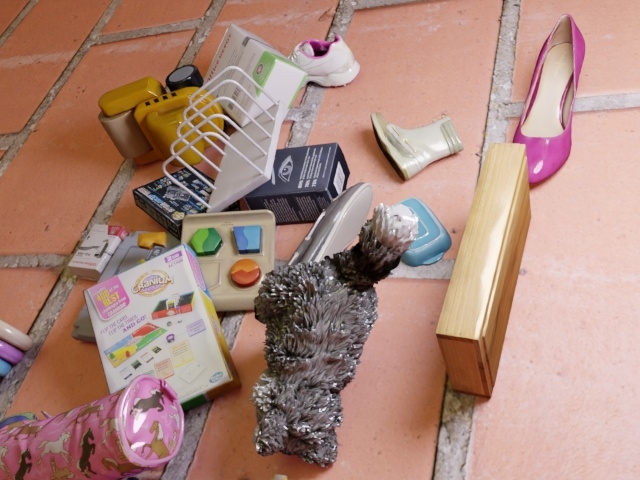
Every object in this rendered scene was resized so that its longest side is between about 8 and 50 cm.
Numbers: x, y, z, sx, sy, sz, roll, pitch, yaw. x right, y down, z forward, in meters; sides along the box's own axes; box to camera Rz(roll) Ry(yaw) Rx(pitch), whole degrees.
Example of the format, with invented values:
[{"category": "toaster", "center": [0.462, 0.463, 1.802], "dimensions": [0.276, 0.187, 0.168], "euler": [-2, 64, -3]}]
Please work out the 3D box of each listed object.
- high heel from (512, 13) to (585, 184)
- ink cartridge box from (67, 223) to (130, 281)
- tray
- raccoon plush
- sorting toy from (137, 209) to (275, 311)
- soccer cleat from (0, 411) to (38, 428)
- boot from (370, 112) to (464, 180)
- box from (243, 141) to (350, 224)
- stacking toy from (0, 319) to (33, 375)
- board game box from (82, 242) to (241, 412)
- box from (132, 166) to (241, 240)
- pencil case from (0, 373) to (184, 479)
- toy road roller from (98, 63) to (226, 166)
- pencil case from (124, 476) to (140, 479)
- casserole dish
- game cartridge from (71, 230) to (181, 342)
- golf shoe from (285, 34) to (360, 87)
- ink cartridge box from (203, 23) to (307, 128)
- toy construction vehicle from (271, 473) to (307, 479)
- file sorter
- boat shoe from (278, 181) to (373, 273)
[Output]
[{"category": "high heel", "center": [0.475, -0.300, 1.411], "dimensions": [0.127, 0.181, 0.377], "euler": [5, 54, 27]}, {"category": "ink cartridge box", "center": [-0.541, 0.030, 1.645], "dimensions": [0.099, 0.056, 0.135], "euler": [5, 54, 25]}, {"category": "tray", "center": [0.302, 0.045, 1.178], "dimensions": [0.076, 0.202, 0.410], "euler": [7, 55, 26]}, {"category": "raccoon plush", "center": [0.001, 0.171, 1.090], "dimensions": [0.216, 0.446, 0.299], "euler": [11, 51, -11]}, {"category": "sorting toy", "center": [-0.253, 0.042, 1.446], "dimensions": [0.308, 0.041, 0.229], "euler": [-3, 65, 4]}, {"category": "soccer cleat", "center": [-0.704, 0.444, 1.363], "dimensions": [0.289, 0.093, 0.121], "euler": [-28, 16, 5]}, {"category": "boot", "center": [0.219, -0.247, 1.547], "dimensions": [0.165, 0.077, 0.213], "euler": [-27, 52, 1]}, {"category": "box", "center": [-0.052, -0.129, 1.538], "dimensions": [0.207, 0.108, 0.153], "euler": [-3, 50, 21]}, {"category": "stacking toy", "center": [-0.782, 0.328, 1.459], "dimensions": [0.141, 0.141, 0.330], "euler": [15, 66, 32]}, {"category": "board game box", "center": [-0.325, 0.194, 1.347], "dimensions": [0.242, 0.064, 0.316], "euler": [-24, 65, 2]}, {"category": "box", "center": [-0.329, -0.098, 1.632], "dimensions": [0.175, 0.051, 0.220], "euler": [-30, 44, -31]}, {"category": "pencil case", "center": [-0.421, 0.359, 1.187], "dimensions": [0.386, 0.160, 0.167], "euler": [-22, 69, 27]}, {"category": "toy road roller", "center": [-0.415, -0.295, 1.749], "dimensions": [0.330, 0.202, 0.240], "euler": [-16, 40, 9]}, {"category": "pencil case", "center": [-0.230, 0.481, 1.090], "dimensions": [0.306, 0.119, 0.133], "euler": [7, 82, 27]}, {"category": "casserole dish", "center": [0.195, -0.026, 1.399], "dimensions": [0.114, 0.037, 0.188], "euler": [-27, 46, -2]}, {"category": "game cartridge", "center": [-0.424, 0.109, 1.534], "dimensions": [0.198, 0.062, 0.297], "euler": [7, 55, 22]}, {"category": "golf shoe", "center": [-0.048, -0.489, 1.821], "dimensions": [0.306, 0.140, 0.115], "euler": [-3, 52, 23]}, {"category": "ink cartridge box", "center": [-0.183, -0.428, 1.782], "dimensions": [0.273, 0.115, 0.198], "euler": [48, 116, 42]}, {"category": "toy construction vehicle", "center": [-0.061, 0.445, 1.115], "dimensions": [0.086, 0.035, 0.098], "euler": [-6, 47, 32]}, {"category": "file sorter", "center": [-0.222, -0.239, 1.536], "dimensions": [0.193, 0.173, 0.277], "euler": [-28, 36, 31]}, {"category": "boat shoe", "center": [0.000, 0.000, 1.407], "dimensions": [0.096, 0.112, 0.335], "euler": [18, 64, 28]}]
